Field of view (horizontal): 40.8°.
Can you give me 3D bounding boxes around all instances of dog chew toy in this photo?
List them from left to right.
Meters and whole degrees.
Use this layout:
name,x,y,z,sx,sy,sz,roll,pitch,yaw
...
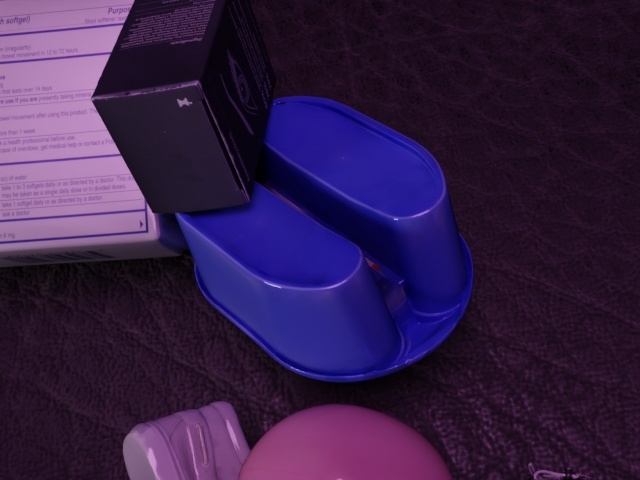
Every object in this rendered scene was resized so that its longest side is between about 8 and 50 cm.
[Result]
name,x,y,z,sx,sy,sz,roll,pitch,yaw
dog chew toy,-0.002,0.313,0.736,0.207,0.206,0.331,14,61,12

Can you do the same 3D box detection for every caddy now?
name,x,y,z,sx,sy,sz,roll,pitch,yaw
caddy,0.000,0.000,0.910,0.241,0.179,0.341,-38,48,-20

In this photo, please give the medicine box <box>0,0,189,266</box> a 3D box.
name,x,y,z,sx,sy,sz,roll,pitch,yaw
medicine box,-0.297,-0.124,0.978,0.264,0.149,0.289,-4,84,4

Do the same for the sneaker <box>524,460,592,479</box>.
name,x,y,z,sx,sy,sz,roll,pitch,yaw
sneaker,0.237,0.255,0.810,0.281,0.105,0.115,-18,65,-2

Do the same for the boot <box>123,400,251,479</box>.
name,x,y,z,sx,sy,sz,roll,pitch,yaw
boot,-0.094,0.287,0.839,0.123,0.095,0.258,-15,85,-36

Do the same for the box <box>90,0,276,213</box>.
name,x,y,z,sx,sy,sz,roll,pitch,yaw
box,-0.126,-0.153,0.863,0.108,0.153,0.207,-5,45,14
